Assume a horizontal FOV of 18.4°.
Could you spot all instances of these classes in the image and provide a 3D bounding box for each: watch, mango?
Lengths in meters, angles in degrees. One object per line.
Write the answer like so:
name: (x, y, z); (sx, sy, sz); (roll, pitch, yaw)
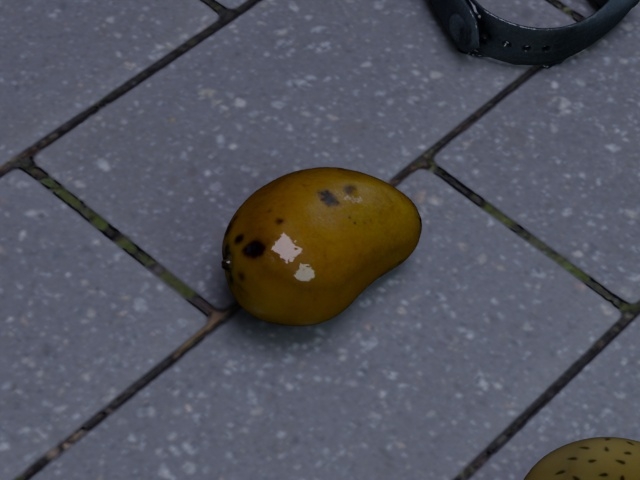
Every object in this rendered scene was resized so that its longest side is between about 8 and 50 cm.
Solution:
watch: (0.180, -0.251, 1.792); (0.193, 0.068, 0.206); (-16, 57, -24)
mango: (-0.003, -0.002, 1.529); (0.115, 0.090, 0.178); (44, 52, 12)

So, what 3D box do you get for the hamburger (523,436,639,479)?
hamburger: (0.198, 0.210, 1.358); (0.175, 0.137, 0.175); (6, 46, -7)
